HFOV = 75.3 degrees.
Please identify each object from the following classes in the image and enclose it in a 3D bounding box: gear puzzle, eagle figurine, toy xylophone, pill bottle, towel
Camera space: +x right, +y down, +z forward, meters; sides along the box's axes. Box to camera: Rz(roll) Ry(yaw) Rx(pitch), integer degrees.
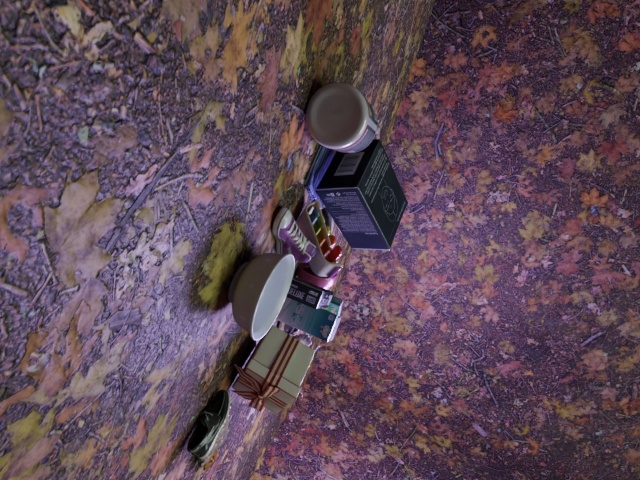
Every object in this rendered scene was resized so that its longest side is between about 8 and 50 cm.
[{"bbox_3d":[-0.428,0.784,1.639,0.175,0.044,0.339,-42,150,-52],"label":"gear puzzle"},{"bbox_3d":[-0.137,0.701,2.392,0.225,0.226,0.299,1,105,-72],"label":"eagle figurine"},{"bbox_3d":[-0.001,-0.014,1.634,0.236,0.081,0.323,-40,-118,58],"label":"toy xylophone"},{"bbox_3d":[0.092,-0.423,1.489,0.363,0.210,0.211,-27,137,-73],"label":"pill bottle"},{"bbox_3d":[0.014,-0.287,1.798,0.336,0.040,0.244,56,55,-76],"label":"towel"}]

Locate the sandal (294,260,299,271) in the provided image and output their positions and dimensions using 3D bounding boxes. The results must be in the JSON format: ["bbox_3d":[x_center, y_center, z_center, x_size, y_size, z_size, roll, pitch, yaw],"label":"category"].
[{"bbox_3d":[-0.082,0.064,1.918,0.090,0.060,0.220,76,37,-71],"label":"sandal"}]

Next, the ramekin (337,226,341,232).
[{"bbox_3d":[0.215,-0.121,2.506,0.127,0.272,0.273,-41,152,-43],"label":"ramekin"}]

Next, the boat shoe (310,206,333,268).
[{"bbox_3d":[0.003,-0.001,1.985,0.103,0.118,0.321,68,29,-64],"label":"boat shoe"}]

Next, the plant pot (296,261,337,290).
[{"bbox_3d":[-0.033,0.211,2.046,0.201,0.201,0.181,-44,152,-64],"label":"plant pot"}]

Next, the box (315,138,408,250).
[{"bbox_3d":[0.197,-0.193,1.834,0.396,0.211,0.294,56,49,-39],"label":"box"}]

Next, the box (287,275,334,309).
[{"bbox_3d":[-0.087,0.198,1.679,0.307,0.242,0.077,39,72,-77],"label":"box"}]

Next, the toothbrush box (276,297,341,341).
[{"bbox_3d":[-0.069,0.348,1.896,0.216,0.295,0.126,56,55,-75],"label":"toothbrush box"}]

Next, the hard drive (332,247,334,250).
[{"bbox_3d":[0.012,0.216,2.673,0.319,0.040,0.210,-55,162,-49],"label":"hard drive"}]

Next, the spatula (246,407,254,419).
[{"bbox_3d":[-0.336,0.824,2.212,0.168,0.019,0.242,43,70,-84],"label":"spatula"}]

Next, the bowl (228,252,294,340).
[{"bbox_3d":[-0.203,0.157,1.335,0.298,0.133,0.298,22,90,-78],"label":"bowl"}]

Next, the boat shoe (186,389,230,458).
[{"bbox_3d":[-0.389,0.635,1.461,0.079,0.083,0.233,52,45,-36],"label":"boat shoe"}]

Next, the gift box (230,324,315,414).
[{"bbox_3d":[-0.216,0.535,1.694,0.255,0.276,0.258,-62,-179,44],"label":"gift box"}]

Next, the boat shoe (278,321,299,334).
[{"bbox_3d":[-0.154,0.459,2.203,0.285,0.092,0.103,75,38,-71],"label":"boat shoe"}]

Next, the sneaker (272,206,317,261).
[{"bbox_3d":[-0.084,-0.013,1.530,0.282,0.160,0.102,87,28,-61],"label":"sneaker"}]

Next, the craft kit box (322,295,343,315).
[{"bbox_3d":[-0.009,0.380,2.348,0.247,0.249,0.061,97,18,-48],"label":"craft kit box"}]
